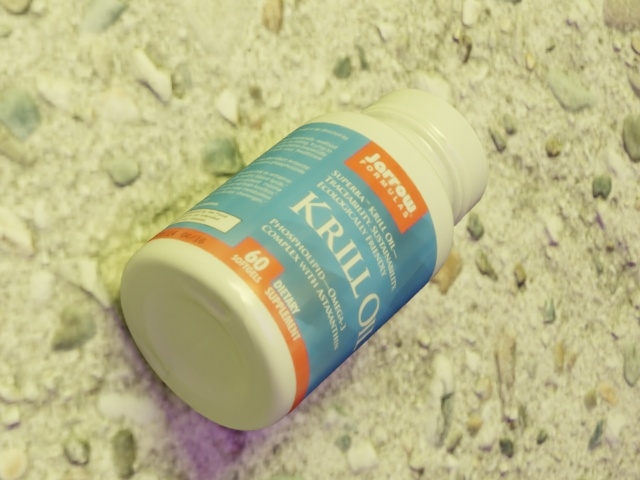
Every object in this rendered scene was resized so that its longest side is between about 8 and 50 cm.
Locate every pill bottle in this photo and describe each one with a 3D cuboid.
[{"bbox_3d":[0.000,0.000,0.856,0.221,0.124,0.124,-41,116,-36],"label":"pill bottle"}]
